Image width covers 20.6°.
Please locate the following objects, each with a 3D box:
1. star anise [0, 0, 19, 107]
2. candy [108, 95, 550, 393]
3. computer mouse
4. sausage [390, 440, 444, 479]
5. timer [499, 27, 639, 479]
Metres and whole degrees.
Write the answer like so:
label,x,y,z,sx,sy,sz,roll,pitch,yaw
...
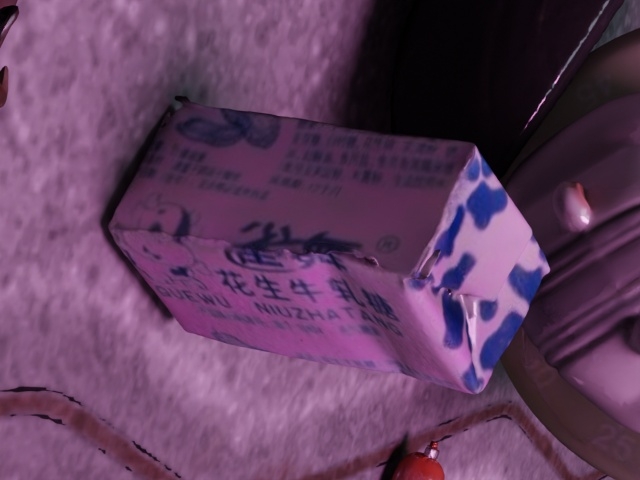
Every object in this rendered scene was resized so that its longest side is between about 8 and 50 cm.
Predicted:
label,x,y,z,sx,sy,sz,roll,pitch,yaw
star anise,-0.114,-0.139,0.489,0.212,0.129,0.282,54,49,-62
candy,0.000,0.000,0.715,0.073,0.160,0.092,-64,143,-24
computer mouse,0.100,-0.119,0.871,0.264,0.088,0.147,-53,-177,-10
sausage,0.020,0.233,0.997,0.034,0.034,0.253,31,76,-60
timer,0.188,0.010,0.881,0.315,0.291,0.290,-2,106,-66
